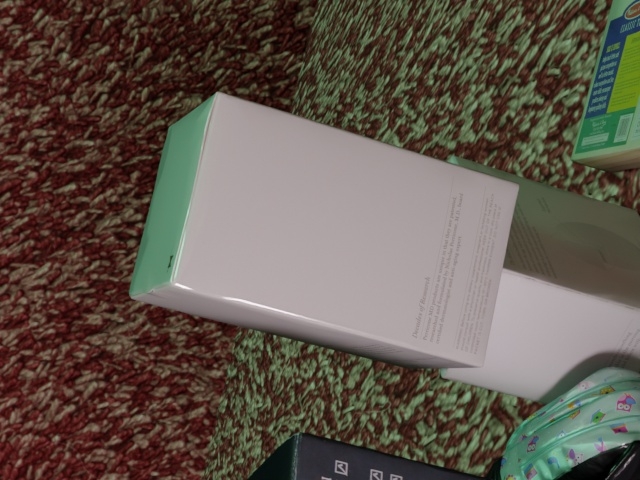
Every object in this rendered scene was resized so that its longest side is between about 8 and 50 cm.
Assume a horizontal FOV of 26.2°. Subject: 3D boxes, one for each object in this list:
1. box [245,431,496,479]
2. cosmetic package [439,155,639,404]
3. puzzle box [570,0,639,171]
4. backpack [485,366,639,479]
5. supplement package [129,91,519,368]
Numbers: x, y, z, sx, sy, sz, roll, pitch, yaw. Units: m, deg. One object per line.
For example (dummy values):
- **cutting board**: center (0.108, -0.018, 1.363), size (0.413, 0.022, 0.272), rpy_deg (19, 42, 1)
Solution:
- **box**: center (0.108, 0.370, 1.157), size (0.212, 0.396, 0.293), rpy_deg (128, 154, -53)
- **cosmetic package**: center (0.225, 0.049, 1.387), size (0.224, 0.225, 0.138), rpy_deg (-101, 32, -58)
- **puzzle box**: center (0.375, -0.214, 1.375), size (0.409, 0.052, 0.272), rpy_deg (180, 106, -80)
- **backpack**: center (0.255, 0.205, 1.290), size (0.182, 0.152, 0.115), rpy_deg (-45, 44, 34)
- **supplement package**: center (0.000, 0.000, 1.251), size (0.177, 0.293, 0.175), rpy_deg (165, 119, -69)
